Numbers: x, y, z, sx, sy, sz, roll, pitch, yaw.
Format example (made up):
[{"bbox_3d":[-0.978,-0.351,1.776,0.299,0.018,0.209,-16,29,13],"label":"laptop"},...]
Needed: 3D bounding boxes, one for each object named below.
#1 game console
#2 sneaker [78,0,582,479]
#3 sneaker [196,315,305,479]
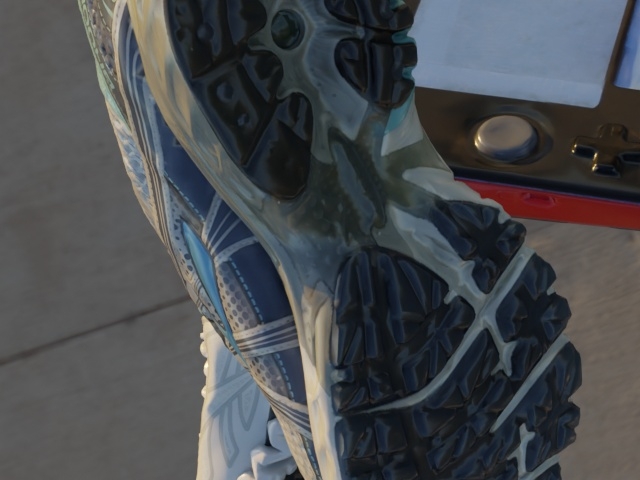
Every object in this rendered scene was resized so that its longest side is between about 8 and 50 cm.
[{"bbox_3d":[0.211,-0.151,1.293,0.342,0.386,0.060,6,135,18],"label":"game console"},{"bbox_3d":[0.000,0.000,0.661,0.122,0.110,0.283,12,128,57],"label":"sneaker"},{"bbox_3d":[-0.041,0.107,1.340,0.118,0.110,0.292,38,127,17],"label":"sneaker"}]
